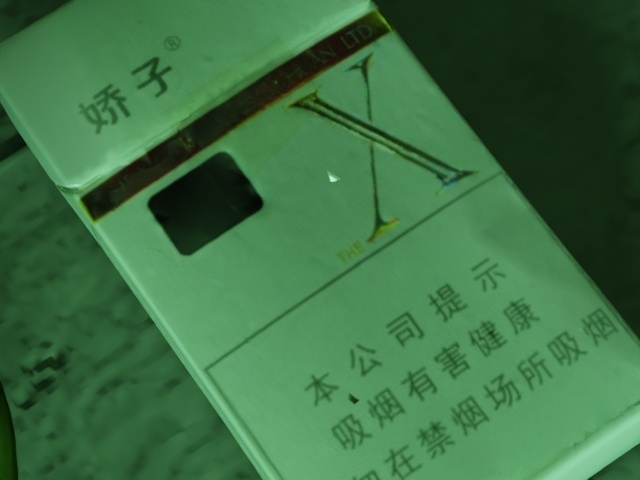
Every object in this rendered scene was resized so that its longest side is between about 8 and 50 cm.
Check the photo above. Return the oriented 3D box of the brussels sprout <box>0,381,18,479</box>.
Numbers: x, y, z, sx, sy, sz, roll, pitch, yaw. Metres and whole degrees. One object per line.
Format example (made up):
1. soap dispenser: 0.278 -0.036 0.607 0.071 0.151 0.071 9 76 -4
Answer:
1. brussels sprout: -0.162 0.054 0.363 0.223 0.161 0.223 6 71 -19

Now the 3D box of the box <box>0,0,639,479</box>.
1. box: 0.000 0.000 0.442 0.084 0.040 0.154 -34 73 -7
